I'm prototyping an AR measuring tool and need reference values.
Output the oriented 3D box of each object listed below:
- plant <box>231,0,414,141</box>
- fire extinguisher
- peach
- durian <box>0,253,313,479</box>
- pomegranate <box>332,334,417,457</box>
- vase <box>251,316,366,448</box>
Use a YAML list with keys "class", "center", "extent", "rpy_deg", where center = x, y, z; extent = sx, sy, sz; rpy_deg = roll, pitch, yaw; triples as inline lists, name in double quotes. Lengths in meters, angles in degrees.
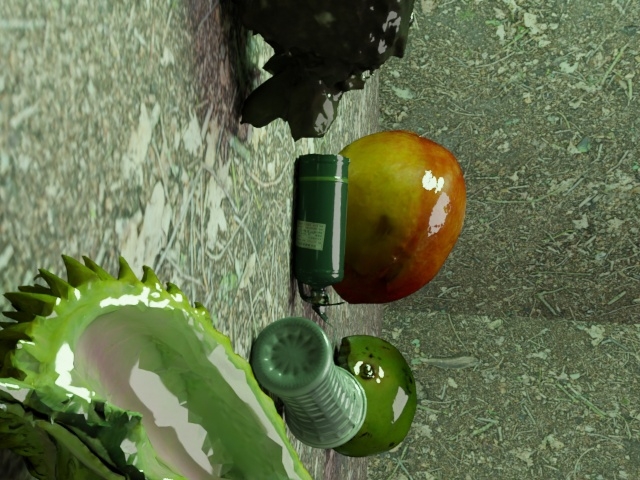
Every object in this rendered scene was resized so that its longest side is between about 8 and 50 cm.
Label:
- class: "plant"
  center: [0.007, -0.273, 0.902]
  extent: [0.215, 0.213, 0.312]
  rpy_deg: [-77, 177, -58]
- class: "fire extinguisher"
  center: [0.000, 0.000, 1.332]
  extent: [0.093, 0.118, 0.294]
  rpy_deg: [2, 91, -47]
- class: "peach"
  center: [0.131, -0.047, 1.541]
  extent: [0.290, 0.373, 0.372]
  rpy_deg: [46, 36, -31]
- class: "durian"
  center: [-0.070, 0.163, 0.453]
  extent: [0.351, 0.158, 0.169]
  rpy_deg: [62, -18, -13]
- class: "pomegranate"
  center: [0.138, 0.416, 1.962]
  extent: [0.358, 0.216, 0.309]
  rpy_deg: [83, 9, -51]
- class: "vase"
  center: [-0.015, 0.215, 1.156]
  extent: [0.299, 0.143, 0.143]
  rpy_deg: [71, 23, -63]
